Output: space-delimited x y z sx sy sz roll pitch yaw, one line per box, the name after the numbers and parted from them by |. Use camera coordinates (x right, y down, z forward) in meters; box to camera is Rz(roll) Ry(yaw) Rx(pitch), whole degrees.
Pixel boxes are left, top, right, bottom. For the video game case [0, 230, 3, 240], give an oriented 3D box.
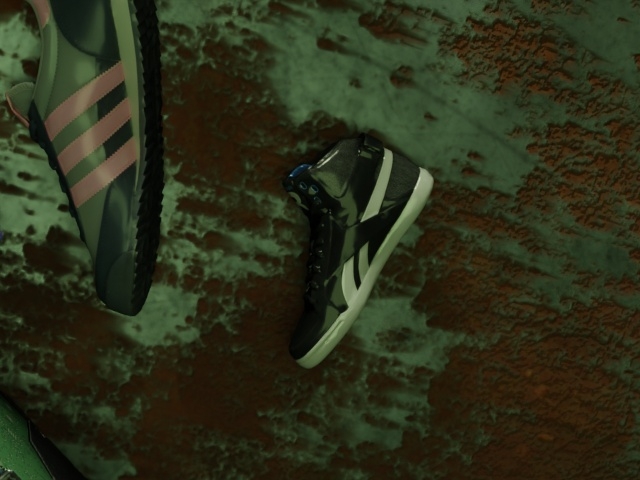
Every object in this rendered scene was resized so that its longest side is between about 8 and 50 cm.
-0.447 0.043 1.376 0.244 0.061 0.269 34 76 -15 | video game case

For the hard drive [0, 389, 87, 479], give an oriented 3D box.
-0.212 0.270 1.407 0.064 0.237 0.339 -40 106 -3 | hard drive

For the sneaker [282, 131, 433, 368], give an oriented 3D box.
0.000 0.000 1.493 0.121 0.079 0.217 33 84 -12 | sneaker

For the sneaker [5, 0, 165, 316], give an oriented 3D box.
-0.209 -0.091 1.426 0.131 0.112 0.319 0 97 5 | sneaker
